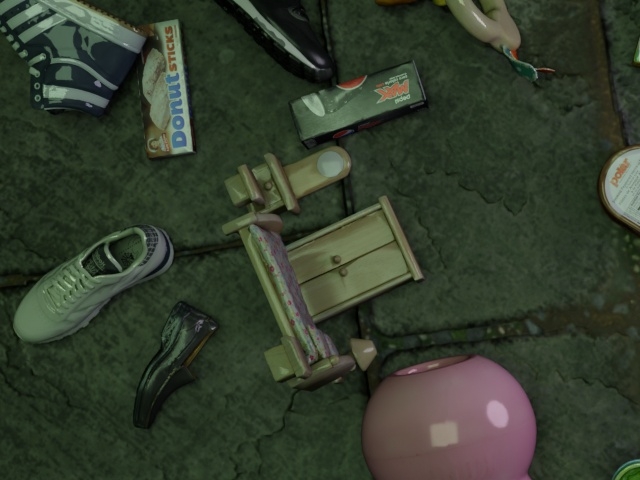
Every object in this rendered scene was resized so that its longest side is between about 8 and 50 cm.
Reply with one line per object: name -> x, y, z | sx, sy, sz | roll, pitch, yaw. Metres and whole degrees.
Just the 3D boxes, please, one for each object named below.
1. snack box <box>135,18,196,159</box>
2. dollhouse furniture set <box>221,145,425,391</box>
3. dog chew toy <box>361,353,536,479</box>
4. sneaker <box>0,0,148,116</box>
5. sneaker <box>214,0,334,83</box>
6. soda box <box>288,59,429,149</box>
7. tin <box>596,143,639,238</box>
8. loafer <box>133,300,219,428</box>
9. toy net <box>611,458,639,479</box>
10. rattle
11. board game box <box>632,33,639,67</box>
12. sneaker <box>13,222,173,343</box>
snack box -> -0.204, -0.197, 1.849 | 0.064, 0.022, 0.178 | -8, 83, 9
dollhouse furniture set -> 0.000, 0.000, 1.629 | 0.173, 0.355, 0.303 | -25, 80, 5
dog chew toy -> 0.169, 0.307, 1.656 | 0.206, 0.206, 0.332 | -13, 90, 7
sneaker -> -0.379, -0.261, 1.832 | 0.282, 0.099, 0.153 | 26, 97, 5
sneaker -> -0.065, -0.329, 1.803 | 0.124, 0.107, 0.283 | -44, 80, -4
soda box -> 0.049, -0.172, 1.792 | 0.168, 0.053, 0.060 | -18, 82, 6
tin -> 0.428, -0.044, 1.729 | 0.189, 0.040, 0.106 | 33, 86, 11
loafer -> -0.186, 0.165, 1.792 | 0.061, 0.062, 0.170 | 23, 89, 6
toy net -> 0.439, 0.339, 1.663 | 0.232, 0.045, 0.122 | 21, 101, -2
rattle -> 0.179, -0.256, 1.774 | 0.142, 0.130, 0.200 | -33, 107, 15
board game box -> 0.526, -0.245, 1.736 | 0.259, 0.039, 0.124 | 15, 87, 7
sneaker -> -0.302, 0.050, 1.804 | 0.235, 0.095, 0.090 | -35, 82, 5
